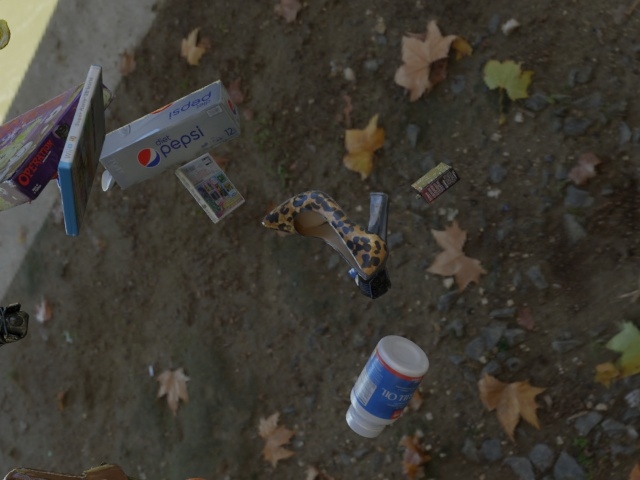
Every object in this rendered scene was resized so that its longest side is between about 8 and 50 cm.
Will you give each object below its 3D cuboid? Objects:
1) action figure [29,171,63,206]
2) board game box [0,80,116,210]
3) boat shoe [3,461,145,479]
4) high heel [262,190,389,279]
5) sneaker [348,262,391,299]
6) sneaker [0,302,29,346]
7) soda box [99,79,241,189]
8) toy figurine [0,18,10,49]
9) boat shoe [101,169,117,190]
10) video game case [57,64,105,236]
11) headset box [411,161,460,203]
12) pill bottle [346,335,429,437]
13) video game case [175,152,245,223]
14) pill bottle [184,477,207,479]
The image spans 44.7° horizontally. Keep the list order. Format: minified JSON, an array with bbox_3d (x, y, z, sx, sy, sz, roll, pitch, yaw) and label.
[{"bbox_3d":[-0.727,-0.141,1.929,0.280,0.091,0.139,1,103,9],"label":"action figure"},{"bbox_3d":[-0.468,-0.126,1.192,0.346,0.208,0.056,-9,130,45],"label":"board game box"},{"bbox_3d":[-0.356,0.416,1.251,0.111,0.307,0.105,-50,22,44],"label":"boat shoe"},{"bbox_3d":[0.000,0.000,1.448,0.261,0.093,0.186,-6,50,18],"label":"high heel"},{"bbox_3d":[0.120,0.076,1.702,0.081,0.232,0.090,-37,85,-8],"label":"sneaker"},{"bbox_3d":[-0.671,0.155,1.546,0.130,0.227,0.087,-15,64,17],"label":"sneaker"},{"bbox_3d":[-0.308,-0.217,1.605,0.286,0.091,0.098,-23,38,12],"label":"soda box"},{"bbox_3d":[-0.464,-0.312,0.887,0.217,0.191,0.363,39,98,46],"label":"toy figurine"},{"bbox_3d":[-0.502,-0.162,1.918,0.142,0.040,0.049,-38,61,50],"label":"boat shoe"},{"bbox_3d":[-0.275,-0.105,0.906,0.119,0.015,0.166,107,168,-51],"label":"video game case"},{"bbox_3d":[0.211,-0.106,1.448,0.083,0.062,0.032,-39,108,1],"label":"headset box"},{"bbox_3d":[0.142,0.331,1.736,0.124,0.124,0.222,44,124,31],"label":"pill bottle"},{"bbox_3d":[-0.245,-0.120,1.749,0.019,0.157,0.143,-35,96,24],"label":"video game case"},{"bbox_3d":[-0.004,0.228,0.400,0.245,0.130,0.131,30,111,28],"label":"pill bottle"}]
